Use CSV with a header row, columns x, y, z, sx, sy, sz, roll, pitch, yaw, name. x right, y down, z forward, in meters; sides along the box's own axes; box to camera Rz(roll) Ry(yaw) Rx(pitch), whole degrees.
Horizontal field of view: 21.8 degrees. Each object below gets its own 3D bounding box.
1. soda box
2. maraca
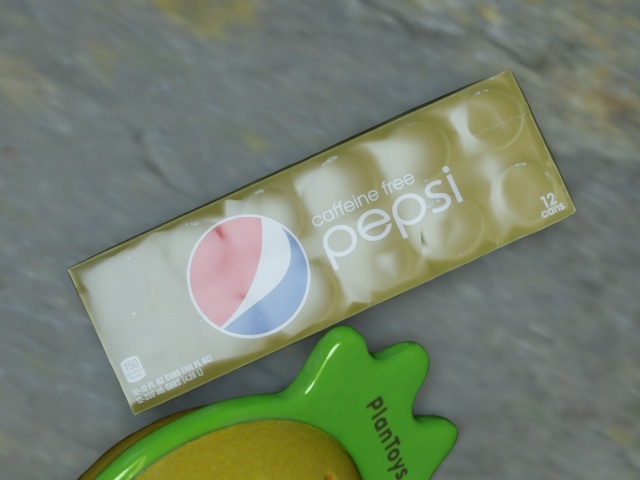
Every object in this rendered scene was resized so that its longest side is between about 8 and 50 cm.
x,y,z,sx,sy,sz,roll,pitch,yaw,name
0.000,0.000,0.632,0.181,0.058,0.061,-25,90,-4,soda box
-0.027,0.107,0.609,0.185,0.099,0.127,-35,130,-16,maraca
